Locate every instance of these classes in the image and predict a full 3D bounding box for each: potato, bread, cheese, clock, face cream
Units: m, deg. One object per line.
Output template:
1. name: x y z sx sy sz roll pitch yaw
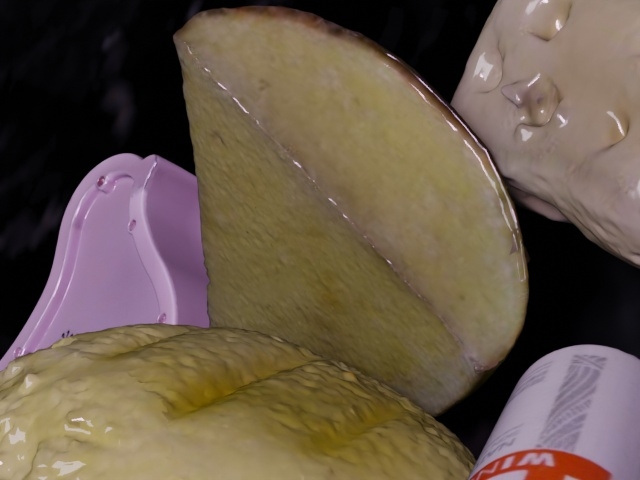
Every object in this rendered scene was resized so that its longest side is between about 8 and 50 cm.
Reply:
1. potato: 0.000 0.000 1.186 0.112 0.269 0.255 -37 -7 -30
2. bread: -0.057 0.167 1.043 0.237 0.320 0.320 -59 39 17
3. cheese: 0.182 -0.073 1.085 0.263 0.093 0.159 29 94 50
4. clock: -0.178 0.096 1.401 0.290 0.080 0.275 -28 51 34
5. face cream: 0.105 0.150 0.887 0.102 0.102 0.345 -45 0 22
